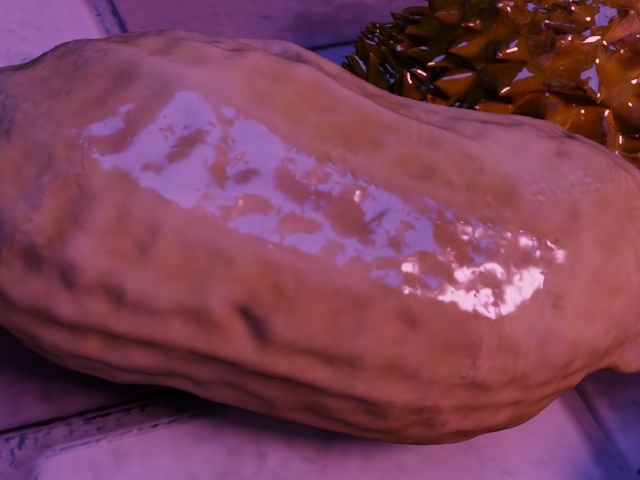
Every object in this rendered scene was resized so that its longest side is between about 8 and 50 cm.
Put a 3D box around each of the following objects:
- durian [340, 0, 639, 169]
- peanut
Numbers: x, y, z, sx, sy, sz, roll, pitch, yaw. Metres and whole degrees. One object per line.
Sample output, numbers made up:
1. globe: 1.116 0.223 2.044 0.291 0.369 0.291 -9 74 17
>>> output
1. durian: 0.111 -0.071 0.829 0.182 0.165 0.132 37 5 -10
2. peanut: -0.001 0.003 0.694 0.340 0.158 0.174 18 14 -4
